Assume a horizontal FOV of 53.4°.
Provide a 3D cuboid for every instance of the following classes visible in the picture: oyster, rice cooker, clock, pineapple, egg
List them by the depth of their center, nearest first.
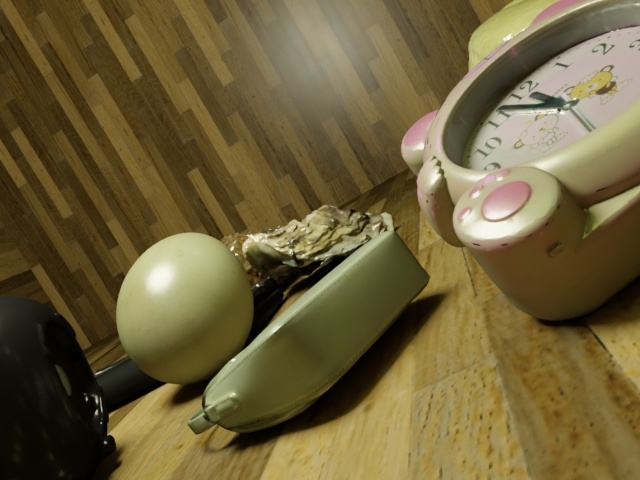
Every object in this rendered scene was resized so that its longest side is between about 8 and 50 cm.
[{"bbox_3d":[0.205,-0.099,0.521,0.284,0.114,0.309,-43,25,7],"label":"clock"},{"bbox_3d":[-0.366,0.197,0.696,0.225,0.267,0.267,-24,4,-10],"label":"rice cooker"},{"bbox_3d":[-0.189,0.089,0.911,0.189,0.188,0.253,-29,30,17],"label":"egg"},{"bbox_3d":[-0.001,-0.002,1.238,0.352,0.114,0.238,-14,-7,-41],"label":"oyster"},{"bbox_3d":[-0.110,0.035,1.411,0.169,0.169,0.340,-27,-1,35],"label":"pineapple"}]

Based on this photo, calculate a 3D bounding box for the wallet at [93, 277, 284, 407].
[{"bbox_3d":[-0.265,0.195,1.137,0.406,0.062,0.228,-28,5,13],"label":"wallet"}]

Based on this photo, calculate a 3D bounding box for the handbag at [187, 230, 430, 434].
[{"bbox_3d":[-0.018,0.103,0.633,0.219,0.079,0.256,-40,-3,40],"label":"handbag"}]

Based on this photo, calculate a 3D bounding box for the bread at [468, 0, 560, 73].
[{"bbox_3d":[0.345,-0.215,0.800,0.321,0.237,0.320,-28,15,8],"label":"bread"}]
